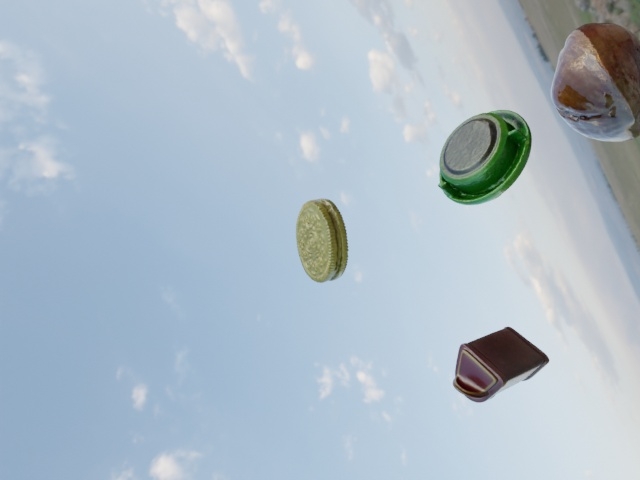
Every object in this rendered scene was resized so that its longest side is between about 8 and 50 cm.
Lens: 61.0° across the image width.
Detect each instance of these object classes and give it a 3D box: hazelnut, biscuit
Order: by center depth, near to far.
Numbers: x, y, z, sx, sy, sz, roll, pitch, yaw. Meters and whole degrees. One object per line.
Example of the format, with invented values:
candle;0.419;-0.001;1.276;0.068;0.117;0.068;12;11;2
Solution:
biscuit;0.000;0.000;0.537;0.023;0.084;0.084;-9;-109;-24
hazelnut;0.508;-0.276;0.983;0.212;0.181;0.181;45;-116;-37

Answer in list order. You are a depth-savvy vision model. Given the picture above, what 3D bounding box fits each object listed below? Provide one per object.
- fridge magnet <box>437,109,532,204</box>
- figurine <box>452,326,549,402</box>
fridge magnet;0.317;-0.168;1.077;0.088;0.208;0.208;28;-137;-32
figurine;0.251;0.200;0.811;0.154;0.098;0.082;-12;-138;-34
